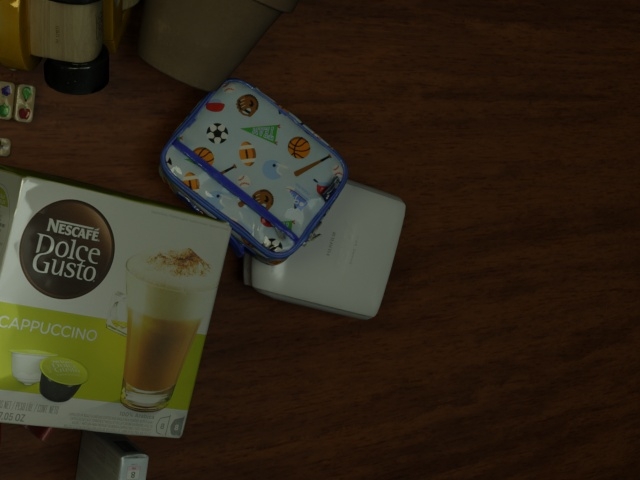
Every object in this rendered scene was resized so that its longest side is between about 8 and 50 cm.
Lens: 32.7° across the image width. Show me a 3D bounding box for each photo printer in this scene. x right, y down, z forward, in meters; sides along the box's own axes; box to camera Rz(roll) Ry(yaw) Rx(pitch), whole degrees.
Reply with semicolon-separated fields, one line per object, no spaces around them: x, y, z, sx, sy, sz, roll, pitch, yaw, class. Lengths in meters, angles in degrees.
0.000;0.000;2.046;0.308;0.107;0.256;17;88;-37;photo printer

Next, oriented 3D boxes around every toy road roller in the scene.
-0.407;-0.379;1.601;0.241;0.329;0.202;9;129;0;toy road roller

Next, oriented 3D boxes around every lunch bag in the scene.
-0.114;-0.108;1.867;0.303;0.115;0.243;39;73;-3;lunch bag

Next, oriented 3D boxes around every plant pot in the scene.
-0.190;-0.376;1.772;0.263;0.263;0.229;19;106;-37;plant pot

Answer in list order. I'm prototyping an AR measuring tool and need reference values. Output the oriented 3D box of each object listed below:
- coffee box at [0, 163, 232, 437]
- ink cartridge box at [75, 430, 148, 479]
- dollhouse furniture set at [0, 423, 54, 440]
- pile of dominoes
-0.390;0.076;1.628;0.338;0.338;0.334;14;90;-38;coffee box
-0.358;0.439;1.816;0.066;0.189;0.232;2;98;-32;ink cartridge box
-0.481;0.409;1.741;0.201;0.152;0.374;-2;100;-36;dollhouse furniture set
-0.555;-0.231;1.636;0.251;0.040;0.196;4;97;-37;pile of dominoes
